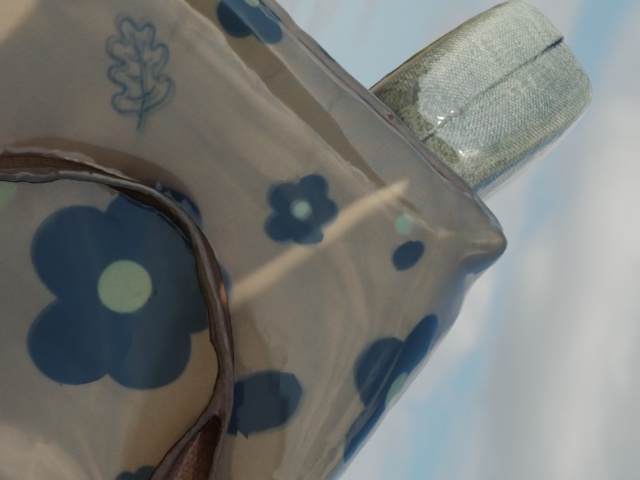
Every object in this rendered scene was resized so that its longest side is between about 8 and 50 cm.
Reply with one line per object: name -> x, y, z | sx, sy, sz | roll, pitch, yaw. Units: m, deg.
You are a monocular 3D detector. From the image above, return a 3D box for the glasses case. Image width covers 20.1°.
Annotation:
glasses case -> 0.000, 0.000, 0.894 | 0.131, 0.074, 0.323 | -34, 176, -42

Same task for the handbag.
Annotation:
handbag -> -0.098, -0.005, 0.589 | 0.193, 0.251, 0.190 | -54, -159, -18
